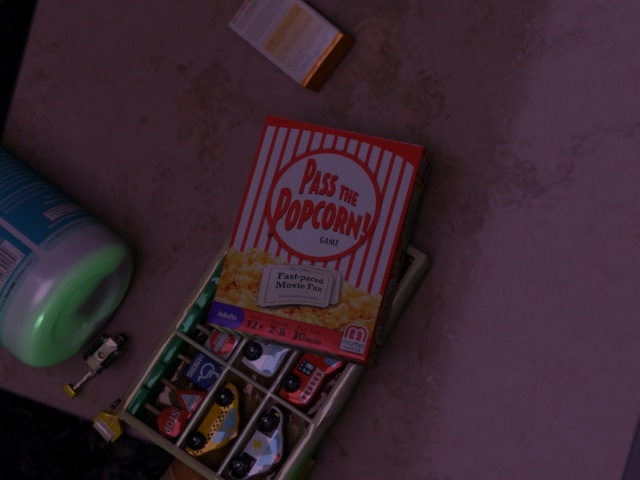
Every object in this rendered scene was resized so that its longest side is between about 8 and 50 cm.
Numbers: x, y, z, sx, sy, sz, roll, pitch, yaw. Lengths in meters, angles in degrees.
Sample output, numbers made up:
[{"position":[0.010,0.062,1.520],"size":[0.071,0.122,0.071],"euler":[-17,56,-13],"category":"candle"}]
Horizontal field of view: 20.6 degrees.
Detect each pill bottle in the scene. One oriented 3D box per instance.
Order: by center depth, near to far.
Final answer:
[{"position":[-0.312,-0.011,1.628],"size":[0.264,0.146,0.146],"euler":[37,101,18],"category":"pill bottle"}]

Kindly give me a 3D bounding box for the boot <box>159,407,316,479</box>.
[{"position":[-0.053,0.250,1.562],"size":[0.152,0.073,0.197],"euler":[-46,79,7],"category":"boot"}]

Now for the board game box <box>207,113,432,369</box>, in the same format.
[{"position":[0.000,0.000,1.514],"size":[0.147,0.045,0.193],"euler":[12,79,16],"category":"board game box"}]

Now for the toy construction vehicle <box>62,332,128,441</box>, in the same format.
[{"position":[-0.184,0.132,1.638],"size":[0.086,0.035,0.098],"euler":[43,105,6],"category":"toy construction vehicle"}]

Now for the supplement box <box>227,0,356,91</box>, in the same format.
[{"position":[-0.026,-0.188,1.583],"size":[0.098,0.036,0.062],"euler":[41,102,17],"category":"supplement box"}]

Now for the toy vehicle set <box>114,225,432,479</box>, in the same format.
[{"position":[-0.042,0.086,1.547],"size":[0.166,0.035,0.267],"euler":[31,85,19],"category":"toy vehicle set"}]
